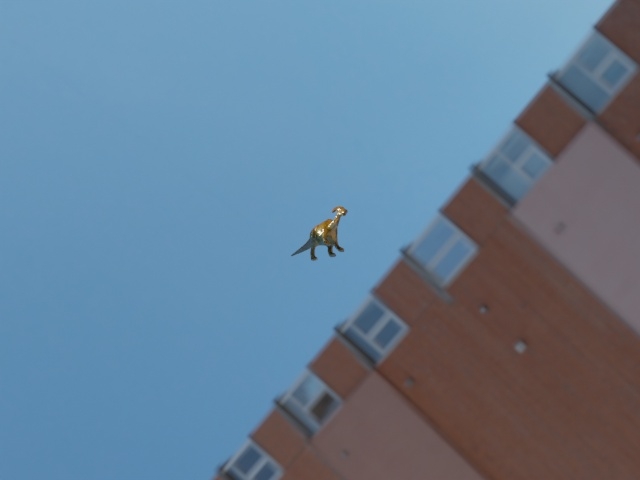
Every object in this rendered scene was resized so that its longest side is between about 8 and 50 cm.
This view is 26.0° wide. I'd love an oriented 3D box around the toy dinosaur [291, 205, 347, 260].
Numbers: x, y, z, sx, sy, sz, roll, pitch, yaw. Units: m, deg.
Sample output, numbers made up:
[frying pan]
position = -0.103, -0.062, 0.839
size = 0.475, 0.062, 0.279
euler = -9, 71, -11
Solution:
[toy dinosaur]
position = 0.001, 0.003, 1.422
size = 0.026, 0.113, 0.041
euler = 5, -121, -27
